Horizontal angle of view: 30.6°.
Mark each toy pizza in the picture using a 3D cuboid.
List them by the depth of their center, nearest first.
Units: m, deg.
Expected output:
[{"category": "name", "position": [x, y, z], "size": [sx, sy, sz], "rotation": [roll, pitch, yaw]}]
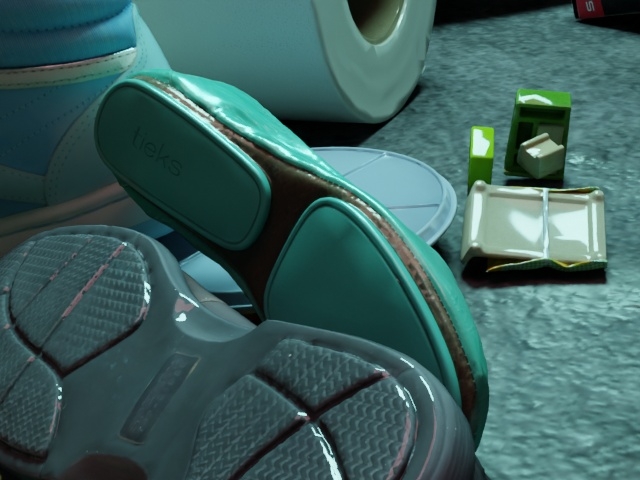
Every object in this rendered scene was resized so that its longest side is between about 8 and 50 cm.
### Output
[{"category": "toy pizza", "position": [-0.023, -0.003, 0.654], "size": [0.201, 0.032, 0.201], "rotation": [-8, 24, 4]}]

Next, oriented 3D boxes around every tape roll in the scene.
[{"category": "tape roll", "position": [-0.030, -0.211, 0.875], "size": [0.169, 0.246, 0.246], "rotation": [5, 26, 24]}]

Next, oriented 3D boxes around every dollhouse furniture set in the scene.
[{"category": "dollhouse furniture set", "position": [0.120, -0.020, 0.670], "size": [0.076, 0.059, 0.152], "rotation": [4, 44, 6]}]

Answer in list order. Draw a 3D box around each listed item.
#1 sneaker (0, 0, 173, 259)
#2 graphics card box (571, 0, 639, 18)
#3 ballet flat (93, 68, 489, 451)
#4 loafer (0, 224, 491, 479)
[{"category": "sneaker", "position": [-0.229, -0.075, 0.629], "size": [0.319, 0.208, 0.127], "rotation": [-16, 24, 5]}, {"category": "graphics card box", "position": [0.411, -0.260, 0.973], "size": [0.232, 0.094, 0.371], "rotation": [-18, 15, -25]}, {"category": "ballet flat", "position": [0.000, 0.000, 0.524], "size": [0.247, 0.083, 0.087], "rotation": [42, 27, 28]}, {"category": "loafer", "position": [-0.049, 0.073, 0.449], "size": [0.302, 0.095, 0.109], "rotation": [16, 62, 50]}]
